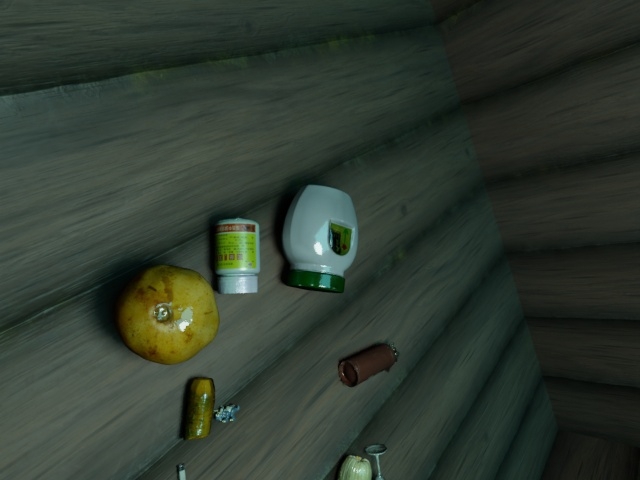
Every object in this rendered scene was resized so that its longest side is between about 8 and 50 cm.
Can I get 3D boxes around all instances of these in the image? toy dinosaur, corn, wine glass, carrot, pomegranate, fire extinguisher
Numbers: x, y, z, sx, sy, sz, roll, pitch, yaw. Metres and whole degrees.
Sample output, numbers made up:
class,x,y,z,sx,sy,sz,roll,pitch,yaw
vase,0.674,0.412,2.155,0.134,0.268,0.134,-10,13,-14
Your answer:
class,x,y,z,sx,sy,sz,roll,pitch,yaw
toy dinosaur,-0.286,0.530,1.241,0.083,0.030,0.047,10,80,-42
corn,0.113,0.963,1.486,0.123,0.122,0.305,19,74,-38
wine glass,0.232,0.924,1.612,0.122,0.122,0.183,0,80,-42
carrot,-0.346,0.485,1.159,0.082,0.082,0.173,12,73,-41
pomegranate,-0.389,0.189,1.048,0.264,0.264,0.264,7,80,-42
fire extinguisher,0.222,0.514,1.667,0.337,0.106,0.147,-8,115,-42

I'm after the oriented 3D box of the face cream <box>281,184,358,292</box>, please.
class,x,y,z,sx,sy,sz,roll,pitch,yaw
face cream,0.000,0.000,1.443,0.312,0.219,0.357,16,77,-42

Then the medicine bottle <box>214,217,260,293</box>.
class,x,y,z,sx,sy,sz,roll,pitch,yaw
medicine bottle,-0.258,0.051,1.255,0.139,0.139,0.225,3,82,-42

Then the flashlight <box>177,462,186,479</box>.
class,x,y,z,sx,sy,sz,roll,pitch,yaw
flashlight,-0.390,0.673,1.136,0.018,0.018,0.083,-5,88,-42
